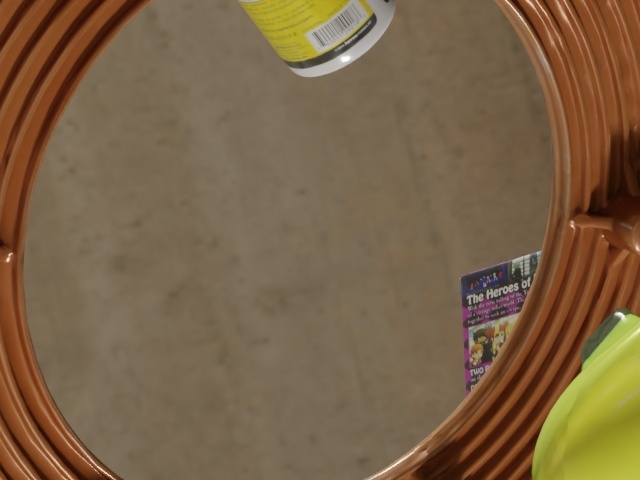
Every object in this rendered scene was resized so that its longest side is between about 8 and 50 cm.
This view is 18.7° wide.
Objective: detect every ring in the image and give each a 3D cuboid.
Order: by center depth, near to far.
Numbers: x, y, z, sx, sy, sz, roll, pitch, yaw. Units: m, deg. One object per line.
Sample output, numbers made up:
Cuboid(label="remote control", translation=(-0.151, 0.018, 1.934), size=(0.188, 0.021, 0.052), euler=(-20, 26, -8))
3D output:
Cuboid(label="ring", translation=(0.000, 0.000, 0.688), size=(0.032, 0.336, 0.336), euler=(30, 130, 55))

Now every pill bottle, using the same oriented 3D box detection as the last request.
Cuboid(label="pill bottle", translation=(-0.019, -0.141, 0.949), size=(0.116, 0.065, 0.065), euler=(52, 177, -30))

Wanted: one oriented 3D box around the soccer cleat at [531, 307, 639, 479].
Cuboid(label="soccer cleat", translation=(0.205, 0.048, 0.569), size=(0.121, 0.289, 0.093), euler=(-119, 26, -48))

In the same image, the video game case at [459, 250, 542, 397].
Cuboid(label="video game case", translation=(0.195, 0.090, 1.191), size=(0.232, 0.042, 0.210), euler=(-19, 59, 31))
